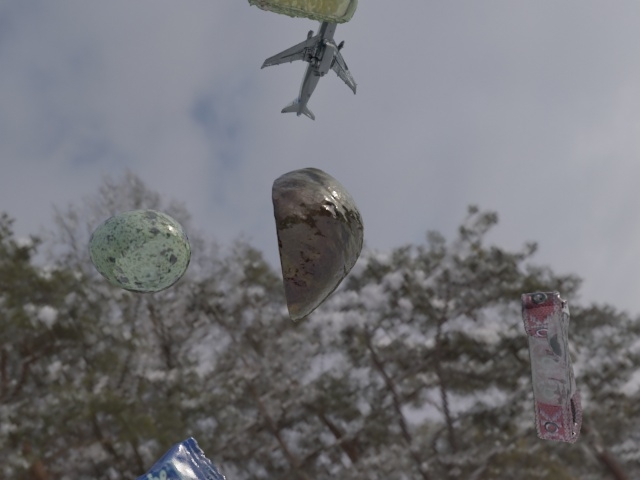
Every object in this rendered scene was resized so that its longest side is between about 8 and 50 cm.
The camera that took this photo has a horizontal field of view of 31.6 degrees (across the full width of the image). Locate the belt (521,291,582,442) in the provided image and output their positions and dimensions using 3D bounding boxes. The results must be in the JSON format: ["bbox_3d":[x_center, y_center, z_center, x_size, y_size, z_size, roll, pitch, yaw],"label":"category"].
[{"bbox_3d":[0.277,0.148,1.356,0.071,0.053,0.232,-56,-39,-44],"label":"belt"}]

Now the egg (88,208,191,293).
[{"bbox_3d":[-0.284,0.015,1.767,0.132,0.172,0.132,8,-90,-67],"label":"egg"}]

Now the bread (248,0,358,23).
[{"bbox_3d":[-0.037,-0.414,1.785,0.172,0.232,0.064,-36,-14,16],"label":"bread"}]

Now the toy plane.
[{"bbox_3d":[-0.005,-0.313,1.958,0.226,0.058,0.226,8,-65,-43],"label":"toy plane"}]

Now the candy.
[{"bbox_3d":[-0.283,0.459,1.783,0.331,0.187,0.077,-30,-19,-32],"label":"candy"}]

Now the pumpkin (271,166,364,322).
[{"bbox_3d":[0.000,0.000,2.241,0.169,0.312,0.148,-7,-3,6],"label":"pumpkin"}]
